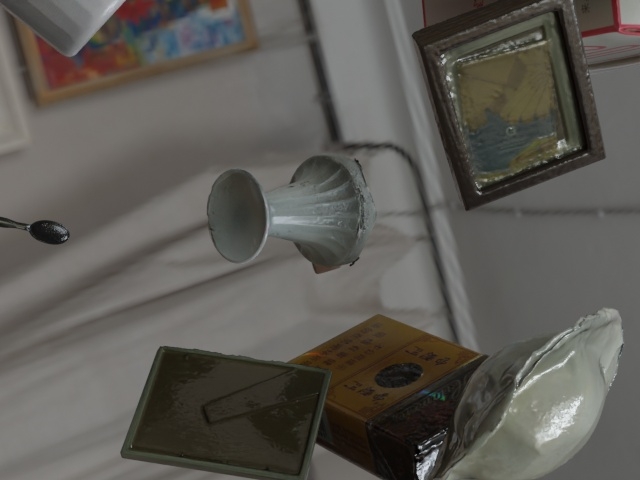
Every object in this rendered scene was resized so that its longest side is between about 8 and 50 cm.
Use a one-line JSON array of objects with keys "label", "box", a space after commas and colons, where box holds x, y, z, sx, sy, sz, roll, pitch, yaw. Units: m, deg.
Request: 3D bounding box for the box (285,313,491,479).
[{"label": "box", "box": [0.135, 0.265, 2.383, 0.415, 0.264, 0.115, 19, -52, 53]}]

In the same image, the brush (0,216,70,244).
[{"label": "brush", "box": [-0.292, -0.013, 1.446, 0.008, 0.083, 0.024, 164, -62, -86]}]

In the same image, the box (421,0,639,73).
[{"label": "box", "box": [0.318, -0.367, 1.717, 0.312, 0.300, 0.314, -5, -89, 49]}]

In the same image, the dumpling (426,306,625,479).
[{"label": "dumpling", "box": [0.258, 0.231, 1.936, 0.341, 0.260, 0.181, -25, -106, 22]}]

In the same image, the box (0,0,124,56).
[{"label": "box", "box": [-0.356, -0.394, 2.008, 0.206, 0.262, 0.291, 42, -20, -13]}]

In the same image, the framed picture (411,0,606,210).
[{"label": "framed picture", "box": [0.155, -0.115, 1.163, 0.023, 0.128, 0.168, -111, -179, -53]}]

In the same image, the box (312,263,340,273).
[{"label": "box", "box": [0.000, 0.000, 2.256, 0.025, 0.048, 0.115, -111, -176, -52]}]

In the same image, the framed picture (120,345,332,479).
[{"label": "framed picture", "box": [-0.129, 0.244, 2.041, 0.265, 0.192, 0.018, 8, -38, 12]}]

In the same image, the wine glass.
[{"label": "wine glass", "box": [-0.042, -0.039, 1.986, 0.165, 0.196, 0.164, 4, -85, 44]}]
